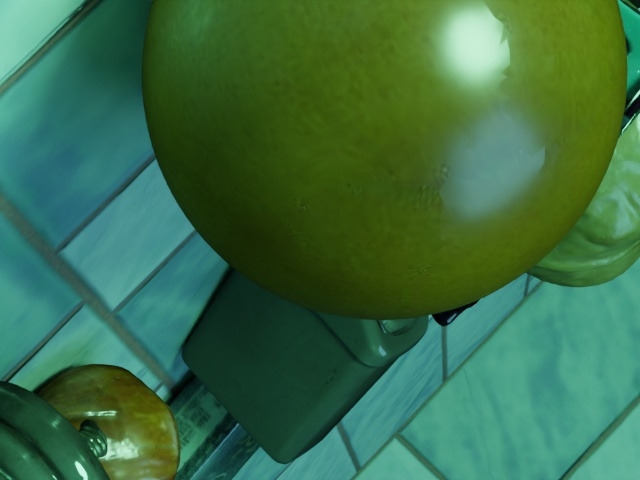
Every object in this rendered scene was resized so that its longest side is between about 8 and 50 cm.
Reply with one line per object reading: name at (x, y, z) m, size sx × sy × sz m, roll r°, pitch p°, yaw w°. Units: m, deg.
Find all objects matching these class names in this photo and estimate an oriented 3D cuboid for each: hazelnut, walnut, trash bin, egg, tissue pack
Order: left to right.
hazelnut at (-0.193, 0.178, 1.309) m, size 0.150 × 0.150 × 0.150 m, roll -44°, pitch 165°, yaw -14°
tissue pack at (-0.088, 0.172, 1.699) m, size 0.257 × 0.081 × 0.185 m, roll -49°, pitch 166°, yaw 2°
trash bin at (-0.013, 0.078, 1.486) m, size 0.101 × 0.177 × 0.236 m, roll -30°, pitch 162°, yaw -51°
egg at (0.036, -0.093, 0.944) m, size 0.282 × 0.282 × 0.351 m, roll -46°, pitch 177°, yaw -6°
walnut at (0.231, -0.103, 1.501) m, size 0.253 × 0.277 × 0.282 m, roll -43°, pitch 155°, yaw 14°

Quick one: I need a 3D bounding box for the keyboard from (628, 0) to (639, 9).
keyboard at (0.310, -0.246, 1.633) m, size 0.310 × 0.018 × 0.101 m, roll -36°, pitch -167°, yaw 34°

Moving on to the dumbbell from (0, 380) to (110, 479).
dumbbell at (-0.301, 0.248, 1.092) m, size 0.406 × 0.179 × 0.179 m, roll -37°, pitch 163°, yaw -36°

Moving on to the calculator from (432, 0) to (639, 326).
calculator at (0.100, -0.112, 1.154) m, size 0.274 × 0.248 × 0.058 m, roll -46°, pitch 158°, yaw -4°
